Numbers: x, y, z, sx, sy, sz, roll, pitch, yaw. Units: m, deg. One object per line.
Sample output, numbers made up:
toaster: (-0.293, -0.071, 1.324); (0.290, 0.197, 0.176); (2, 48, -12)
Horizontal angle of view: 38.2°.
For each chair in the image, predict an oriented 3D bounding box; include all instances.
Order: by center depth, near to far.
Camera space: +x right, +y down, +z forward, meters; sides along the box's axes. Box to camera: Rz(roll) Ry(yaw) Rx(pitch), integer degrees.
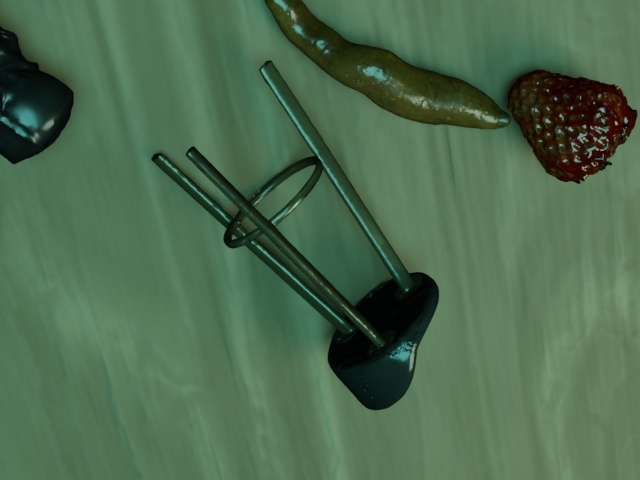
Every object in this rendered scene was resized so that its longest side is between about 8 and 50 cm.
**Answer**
chair: (-0.001, 0.001, 0.597); (0.095, 0.104, 0.221); (-41, 107, -11)

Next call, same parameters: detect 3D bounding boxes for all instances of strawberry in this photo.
strawberry: (0.162, -0.079, 0.602); (0.083, 0.073, 0.073); (44, 99, -3)

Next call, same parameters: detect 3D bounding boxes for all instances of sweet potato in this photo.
sweet potato: (0.041, -0.106, 0.589); (0.179, 0.044, 0.044); (22, 105, -13)

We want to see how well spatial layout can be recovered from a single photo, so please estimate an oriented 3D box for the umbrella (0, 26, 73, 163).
umbrella: (-0.283, -0.171, 0.492); (0.358, 0.106, 0.113); (41, 84, -19)
